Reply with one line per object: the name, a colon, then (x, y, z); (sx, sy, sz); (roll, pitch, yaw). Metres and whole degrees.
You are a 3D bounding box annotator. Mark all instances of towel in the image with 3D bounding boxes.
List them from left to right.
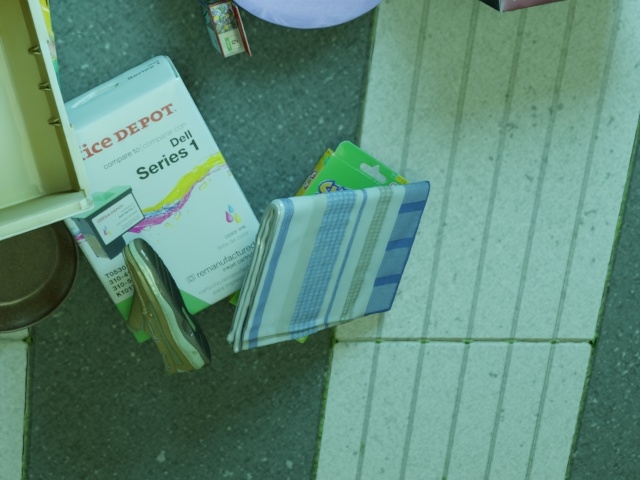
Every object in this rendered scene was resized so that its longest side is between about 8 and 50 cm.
towel: (0.014, 0.025, 1.536); (0.285, 0.034, 0.209); (-10, 127, -45)

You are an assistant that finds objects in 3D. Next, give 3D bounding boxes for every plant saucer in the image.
plant saucer: (-0.394, 0.020, 1.494); (0.198, 0.036, 0.199); (-7, 120, -12)

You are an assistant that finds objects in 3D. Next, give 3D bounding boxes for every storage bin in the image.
storage bin: (-0.386, -0.127, 1.261); (0.260, 0.123, 0.262); (-20, 105, -25)

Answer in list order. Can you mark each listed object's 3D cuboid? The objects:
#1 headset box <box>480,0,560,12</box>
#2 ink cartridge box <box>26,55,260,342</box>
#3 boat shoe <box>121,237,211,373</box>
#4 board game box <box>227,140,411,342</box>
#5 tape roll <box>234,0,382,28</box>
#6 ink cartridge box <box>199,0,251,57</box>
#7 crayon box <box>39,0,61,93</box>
headset box: (0.272, -0.359, 1.442); (0.293, 0.218, 0.110); (-13, 115, -11)
ink cartridge box: (-0.204, -0.050, 1.483); (0.201, 0.117, 0.278); (-28, 115, -3)
boat shoe: (-0.196, 0.086, 1.442); (0.072, 0.068, 0.190); (-21, 117, 6)
board game box: (0.000, 0.000, 1.604); (0.124, 0.039, 0.259); (32, 102, -24)
tape roll: (-0.019, -0.389, 1.424); (0.274, 0.090, 0.275); (-6, 112, -14)
ink cartridge box: (-0.112, -0.249, 1.435); (0.029, 0.115, 0.063); (-19, 114, -8)
crayon box: (-0.386, -0.267, 1.368); (0.165, 0.081, 0.278); (-8, 110, -13)
